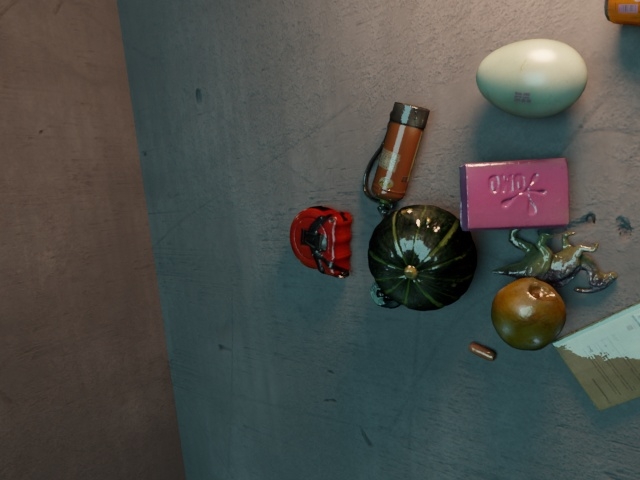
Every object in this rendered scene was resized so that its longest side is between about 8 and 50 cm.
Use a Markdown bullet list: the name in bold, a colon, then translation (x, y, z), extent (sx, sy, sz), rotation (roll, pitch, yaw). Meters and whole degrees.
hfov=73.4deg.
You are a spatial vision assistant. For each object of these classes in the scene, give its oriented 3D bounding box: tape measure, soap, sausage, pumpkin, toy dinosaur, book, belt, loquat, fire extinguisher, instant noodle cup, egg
- **tape measure**: translation (0.000, -0.001, 1.608), extent (0.260, 0.113, 0.254), rotation (12, 106, 36)
- **soap**: translation (0.501, -0.117, 1.128), extent (0.258, 0.081, 0.181), rotation (-1, 91, 6)
- **sausage**: translation (0.501, 0.346, 1.333), extent (0.083, 0.034, 0.034), rotation (21, 111, 35)
- **pumpkin**: translation (0.299, 0.049, 1.280), extent (0.322, 0.241, 0.324), rotation (7, 114, 17)
- **toy dinosaur**: translation (0.621, 0.055, 1.152), extent (0.293, 0.077, 0.162), rotation (9, 106, 37)
- **book**: translation (0.786, 0.296, 1.105), extent (0.282, 0.025, 0.215), rotation (-40, 73, 36)
- **belt**: translation (0.237, 0.181, 1.493), extent (0.139, 0.058, 0.106), rotation (-4, 93, 39)
- **loquat**: translation (0.556, 0.203, 1.163), extent (0.179, 0.179, 0.228), rotation (35, 149, 28)
- **fire extinguisher**: translation (0.234, -0.252, 1.399), extent (0.200, 0.113, 0.377), rotation (-114, 35, -67)
- **instant noodle cup**: translation (0.703, -0.538, 0.924), extent (0.125, 0.177, 0.208), rotation (30, 86, 47)
- **egg**: translation (0.519, -0.404, 1.074), extent (0.264, 0.182, 0.183), rotation (28, 115, 38)
